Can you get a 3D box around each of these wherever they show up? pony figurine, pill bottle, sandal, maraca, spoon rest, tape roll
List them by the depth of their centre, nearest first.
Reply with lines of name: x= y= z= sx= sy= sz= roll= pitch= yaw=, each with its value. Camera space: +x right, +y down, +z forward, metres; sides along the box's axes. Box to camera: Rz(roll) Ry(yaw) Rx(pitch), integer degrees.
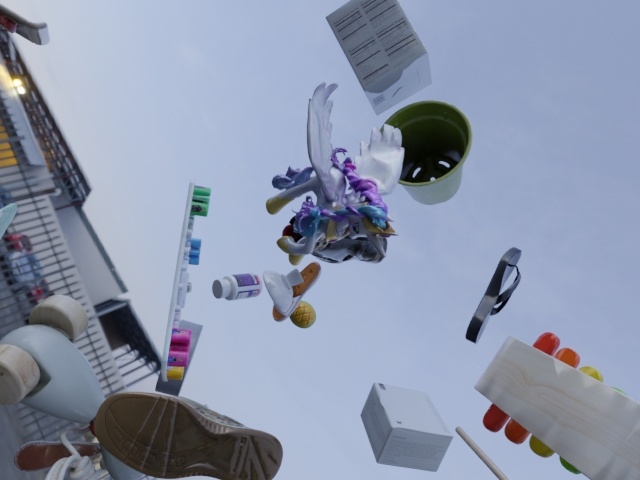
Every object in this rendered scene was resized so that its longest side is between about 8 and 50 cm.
sandal: x=0.402 y=0.128 z=0.956 sx=0.054 sy=0.254 sz=0.097 roll=22 pitch=-25 yaw=30
pony figurine: x=0.030 y=-0.118 z=0.961 sx=0.363 sy=0.303 sz=0.351 roll=-13 pitch=-108 yaw=48
tape roll: x=-0.428 y=0.357 z=1.297 sx=0.219 sy=0.072 sz=0.219 roll=-160 pitch=-90 yaw=-80
spoon rest: x=-0.122 y=0.146 z=1.327 sx=0.137 sy=0.084 sz=0.276 roll=62 pitch=11 yaw=2
sandal: x=-0.105 y=0.168 z=1.492 sx=0.265 sy=0.076 sz=0.102 roll=-52 pitch=-136 yaw=14
pill bottle: x=-0.349 y=0.194 z=1.781 sx=0.108 sy=0.193 sz=0.108 roll=1 pitch=-89 yaw=43
maraca: x=-0.105 y=0.355 z=2.129 sx=0.186 sy=0.127 sz=0.099 roll=46 pitch=-14 yaw=5

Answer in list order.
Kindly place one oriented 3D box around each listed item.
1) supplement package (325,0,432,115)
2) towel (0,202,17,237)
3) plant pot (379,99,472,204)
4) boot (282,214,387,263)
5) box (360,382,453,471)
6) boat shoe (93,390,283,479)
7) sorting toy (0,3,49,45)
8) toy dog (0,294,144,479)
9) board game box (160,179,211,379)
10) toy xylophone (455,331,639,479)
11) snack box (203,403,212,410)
supplement package: x=0.178 y=-0.559 z=1.258 sx=0.198 sy=0.199 sz=0.263 roll=-28 pitch=-103 yaw=14
towel: x=-0.873 y=0.055 z=0.994 sx=0.038 sy=0.325 sz=0.248 roll=39 pitch=-71 yaw=-13
plant pot: x=0.332 y=-0.238 z=1.310 sx=0.276 sy=0.276 sz=0.254 roll=46 pitch=2 yaw=30
boot: x=0.000 y=0.000 z=1.417 sx=0.377 sy=0.284 sz=0.138 roll=7 pitch=-94 yaw=54
box: x=0.226 y=0.500 z=1.151 sx=0.181 sy=0.182 sz=0.119 roll=-116 pitch=-137 yaw=-70
boat shoe: x=-0.199 y=0.305 z=0.651 sx=0.285 sy=0.105 sz=0.089 roll=29 pitch=-22 yaw=-19
sorting toy: x=-0.671 y=-0.455 z=0.844 sx=0.307 sy=0.229 sz=0.041 roll=25 pitch=-89 yaw=56
toy dog: x=-0.420 y=0.261 z=0.673 sx=0.161 sy=0.220 sz=0.334 roll=-20 pitch=-91 yaw=18
board game box: x=-0.316 y=0.117 z=0.999 sx=0.390 sy=0.050 sz=0.390 roll=132 pitch=-36 yaw=-62
toy xylophone: x=0.343 y=0.273 z=0.656 sx=0.081 sy=0.236 sz=0.323 roll=36 pitch=6 yaw=-16
snack box: x=-0.270 y=0.572 z=1.172 sx=0.174 sy=0.070 sz=0.207 roll=40 pitch=-26 yaw=37
